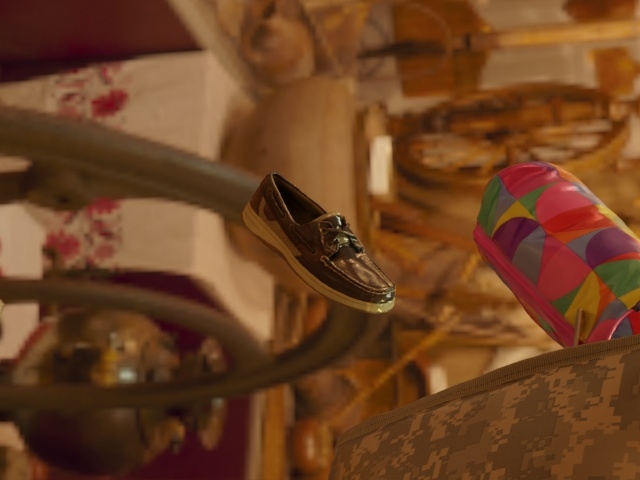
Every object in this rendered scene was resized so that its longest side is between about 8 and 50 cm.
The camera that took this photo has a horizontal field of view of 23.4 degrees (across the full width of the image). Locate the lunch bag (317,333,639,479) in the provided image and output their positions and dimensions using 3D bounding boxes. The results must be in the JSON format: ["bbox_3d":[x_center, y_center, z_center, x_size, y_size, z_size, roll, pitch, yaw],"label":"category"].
[{"bbox_3d":[0.111,0.206,0.914,0.169,0.287,0.235,54,37,-33],"label":"lunch bag"}]

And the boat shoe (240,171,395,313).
[{"bbox_3d":[0.000,0.000,1.731,0.080,0.223,0.073,-11,130,-48],"label":"boat shoe"}]

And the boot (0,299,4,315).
[{"bbox_3d":[-0.322,0.058,1.107,0.165,0.077,0.213,41,28,-12],"label":"boot"}]

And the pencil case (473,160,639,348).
[{"bbox_3d":[0.187,0.029,1.090,0.236,0.104,0.104,-122,-161,-60],"label":"pencil case"}]
